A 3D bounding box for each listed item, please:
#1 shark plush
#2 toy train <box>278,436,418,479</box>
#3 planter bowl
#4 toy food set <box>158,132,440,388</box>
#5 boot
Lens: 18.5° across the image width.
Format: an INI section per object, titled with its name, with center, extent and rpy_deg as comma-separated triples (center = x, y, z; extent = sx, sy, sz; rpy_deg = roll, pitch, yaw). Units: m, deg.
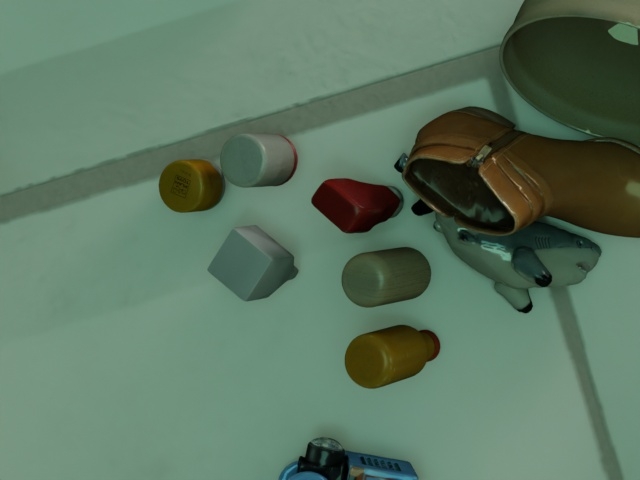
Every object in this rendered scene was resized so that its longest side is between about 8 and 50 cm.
[shark plush]
center = 0.125, -0.010, 1.459
extent = 0.161, 0.073, 0.067
rpy_deg = 30, 69, 17
[toy train]
center = 0.012, 0.239, 1.452
extent = 0.105, 0.080, 0.184
rpy_deg = 10, 93, -2
[planter bowl]
center = 0.219, -0.154, 1.393
extent = 0.162, 0.162, 0.109
rpy_deg = 20, 66, 3
[toy food set]
center = 0.000, 0.000, 1.450
extent = 0.232, 0.104, 0.111
rpy_deg = 38, 108, 19
[boot]
center = 0.156, -0.032, 1.381
extent = 0.197, 0.152, 0.073
rpy_deg = 18, 110, 12
